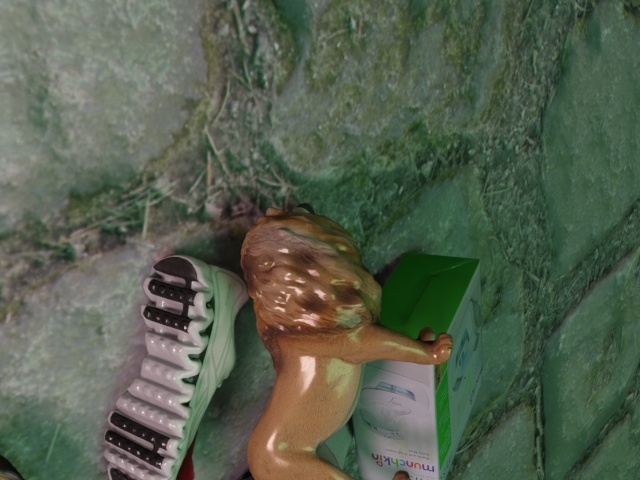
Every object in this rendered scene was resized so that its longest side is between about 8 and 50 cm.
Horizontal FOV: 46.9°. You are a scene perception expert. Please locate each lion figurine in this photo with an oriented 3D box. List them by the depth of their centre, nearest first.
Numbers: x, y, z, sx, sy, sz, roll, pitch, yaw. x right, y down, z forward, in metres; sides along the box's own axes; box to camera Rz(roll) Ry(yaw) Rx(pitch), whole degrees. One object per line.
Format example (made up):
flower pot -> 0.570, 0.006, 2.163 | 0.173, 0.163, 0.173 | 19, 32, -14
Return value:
lion figurine -> -0.004, 0.172, 0.830 | 0.240, 0.142, 0.392 | 14, 92, -6

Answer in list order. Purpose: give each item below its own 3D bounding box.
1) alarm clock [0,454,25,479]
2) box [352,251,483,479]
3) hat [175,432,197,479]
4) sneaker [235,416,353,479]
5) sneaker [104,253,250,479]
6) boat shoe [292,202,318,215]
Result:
alarm clock -> -0.341, 0.280, 0.712 | 0.129, 0.064, 0.192 | -38, 126, -29
box -> 0.141, 0.180, 1.054 | 0.262, 0.127, 0.231 | -48, 137, -53
hat -> -0.203, 0.341, 0.839 | 0.173, 0.208, 0.183 | -14, 103, 2
sneaker -> -0.041, 0.283, 0.994 | 0.104, 0.147, 0.296 | 42, 44, -40
sneaker -> -0.154, 0.164, 0.830 | 0.118, 0.110, 0.292 | 13, 95, -57
boat shoe -> 0.000, 0.000, 0.955 | 0.043, 0.049, 0.137 | -47, 135, -26
